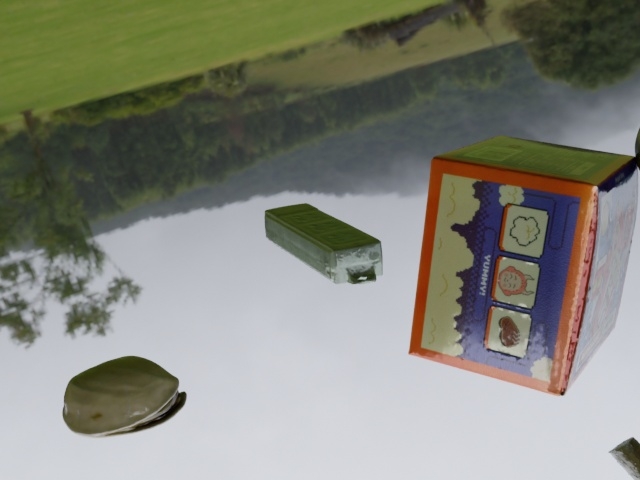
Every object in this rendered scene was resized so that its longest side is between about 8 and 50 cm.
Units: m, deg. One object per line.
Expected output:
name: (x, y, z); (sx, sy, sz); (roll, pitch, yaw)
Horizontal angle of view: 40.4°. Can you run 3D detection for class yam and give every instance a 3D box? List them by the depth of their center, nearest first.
yam: (0.536, 0.381, 1.421); (0.054, 0.132, 0.054); (-39, 165, -12)

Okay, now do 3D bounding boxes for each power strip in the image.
power strip: (0.000, 0.000, 1.191); (0.078, 0.052, 0.272); (-11, -162, -22)

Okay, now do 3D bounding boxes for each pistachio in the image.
pistachio: (-0.360, 0.287, 1.578); (0.237, 0.138, 0.153); (-13, -131, 10)

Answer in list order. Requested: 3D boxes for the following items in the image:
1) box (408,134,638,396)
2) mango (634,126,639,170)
box: (0.332, 0.018, 1.372); (0.256, 0.319, 0.348); (11, -165, 26)
mango: (0.566, -0.153, 1.404); (0.111, 0.133, 0.267); (14, -167, 25)
